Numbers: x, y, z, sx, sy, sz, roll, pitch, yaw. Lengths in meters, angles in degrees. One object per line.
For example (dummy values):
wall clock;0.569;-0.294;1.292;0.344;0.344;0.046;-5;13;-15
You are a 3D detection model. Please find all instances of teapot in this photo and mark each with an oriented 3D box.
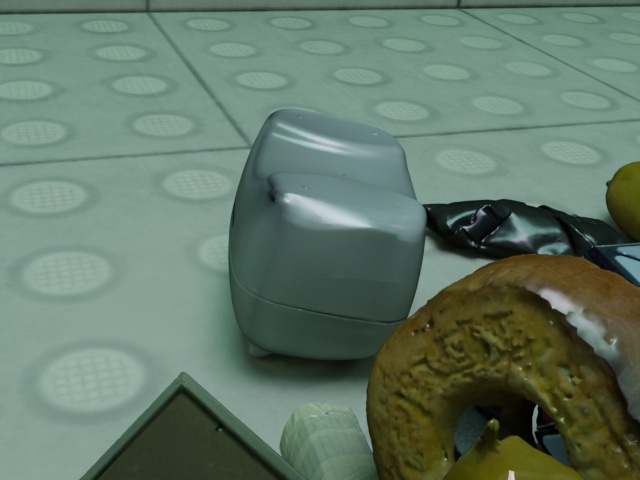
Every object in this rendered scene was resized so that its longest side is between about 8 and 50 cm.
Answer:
teapot;0.037;0.242;0.783;0.107;0.077;0.200;15;23;-24

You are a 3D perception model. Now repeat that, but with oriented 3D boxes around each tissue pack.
tissue pack;0.000;0.000;1.068;0.229;0.236;0.333;11;28;-9

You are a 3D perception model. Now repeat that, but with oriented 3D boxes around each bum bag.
bum bag;0.308;-0.018;1.298;0.326;0.079;0.142;9;25;8

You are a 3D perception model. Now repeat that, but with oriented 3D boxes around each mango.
mango;0.552;-0.033;1.342;0.156;0.114;0.251;3;39;-26

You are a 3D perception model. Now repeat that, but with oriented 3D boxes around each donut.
donut;0.178;0.168;0.676;0.317;0.299;0.150;32;19;34

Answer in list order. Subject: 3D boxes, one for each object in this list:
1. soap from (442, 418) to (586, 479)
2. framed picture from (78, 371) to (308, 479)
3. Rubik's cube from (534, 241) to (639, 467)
soap;0.075;0.292;0.351;0.293;0.335;0.156;41;40;21
framed picture;-0.093;0.265;0.641;0.324;0.020;0.240;29;70;39
Rubik's cube;0.383;0.154;0.817;0.246;0.250;0.248;-4;32;-17
